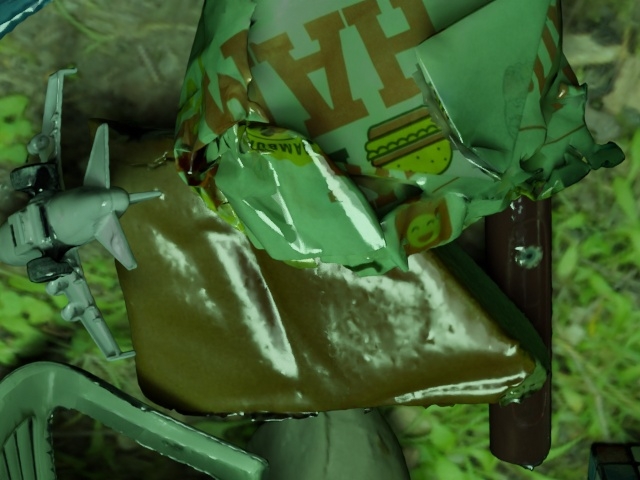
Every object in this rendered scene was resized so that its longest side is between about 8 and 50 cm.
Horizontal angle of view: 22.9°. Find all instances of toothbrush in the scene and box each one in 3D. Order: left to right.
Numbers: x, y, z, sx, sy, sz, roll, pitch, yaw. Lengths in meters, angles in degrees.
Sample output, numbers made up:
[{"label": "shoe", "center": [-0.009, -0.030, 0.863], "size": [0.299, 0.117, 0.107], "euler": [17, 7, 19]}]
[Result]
[{"label": "toothbrush", "center": [0.116, -0.025, 0.927], "size": [0.041, 0.041, 0.364], "euler": [-3, 116, 2]}]

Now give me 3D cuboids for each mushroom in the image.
[{"label": "mushroom", "center": [0.012, 0.267, 1.001], "size": [0.128, 0.128, 0.350], "euler": [-9, 93, 4]}]

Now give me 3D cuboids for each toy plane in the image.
[{"label": "toy plane", "center": [-0.147, -0.008, 0.884], "size": [0.171, 0.065, 0.162], "euler": [-17, 83, 50]}]

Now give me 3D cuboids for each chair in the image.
[{"label": "chair", "center": [-0.127, 0.224, 0.926], "size": [0.190, 0.274, 0.203], "euler": [20, 128, -17]}]

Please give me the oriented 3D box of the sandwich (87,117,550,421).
[{"label": "sandwich", "center": [0.000, 0.000, 0.905], "size": [0.245, 0.063, 0.212], "euler": [-3, 115, 11]}]

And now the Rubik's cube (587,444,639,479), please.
[{"label": "Rubik's cube", "center": [0.219, 0.191, 1.000], "size": [0.092, 0.092, 0.092], "euler": [2, 116, -1]}]

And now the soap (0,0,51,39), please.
[{"label": "soap", "center": [-0.224, -0.240, 0.802], "size": [0.156, 0.077, 0.293], "euler": [-29, 111, 14]}]

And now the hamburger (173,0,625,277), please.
[{"label": "hamburger", "center": [0.042, -0.081, 0.815], "size": [0.235, 0.125, 0.214], "euler": [11, 75, -21]}]
